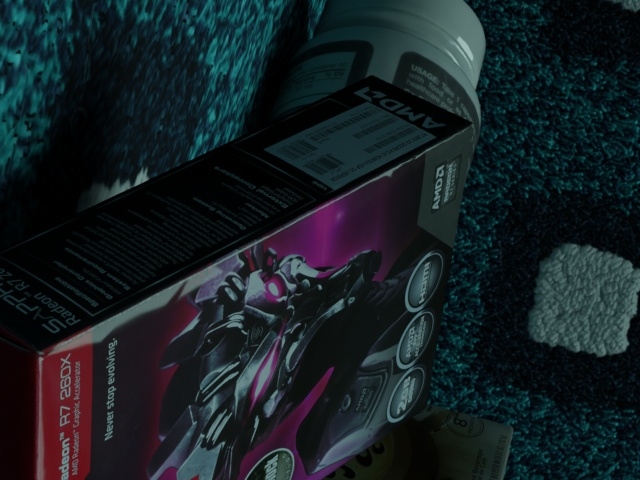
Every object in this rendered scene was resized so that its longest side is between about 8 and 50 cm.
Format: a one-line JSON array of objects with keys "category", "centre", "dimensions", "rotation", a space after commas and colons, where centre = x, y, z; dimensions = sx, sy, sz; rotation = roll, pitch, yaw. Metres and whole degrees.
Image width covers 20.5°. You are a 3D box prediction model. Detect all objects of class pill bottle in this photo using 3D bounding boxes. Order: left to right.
[{"category": "pill bottle", "centre": [0.041, -0.074, 1.698], "dimensions": [0.204, 0.204, 0.361], "rotation": [92, 14, -54]}]

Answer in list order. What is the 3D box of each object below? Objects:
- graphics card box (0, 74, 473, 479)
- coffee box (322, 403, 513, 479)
[{"category": "graphics card box", "centre": [-0.064, 0.068, 1.049], "dimensions": [0.371, 0.094, 0.232], "rotation": [-29, 136, -44]}, {"category": "coffee box", "centre": [0.001, 0.215, 1.535], "dimensions": [0.168, 0.297, 0.118], "rotation": [-69, 172, -50]}]
